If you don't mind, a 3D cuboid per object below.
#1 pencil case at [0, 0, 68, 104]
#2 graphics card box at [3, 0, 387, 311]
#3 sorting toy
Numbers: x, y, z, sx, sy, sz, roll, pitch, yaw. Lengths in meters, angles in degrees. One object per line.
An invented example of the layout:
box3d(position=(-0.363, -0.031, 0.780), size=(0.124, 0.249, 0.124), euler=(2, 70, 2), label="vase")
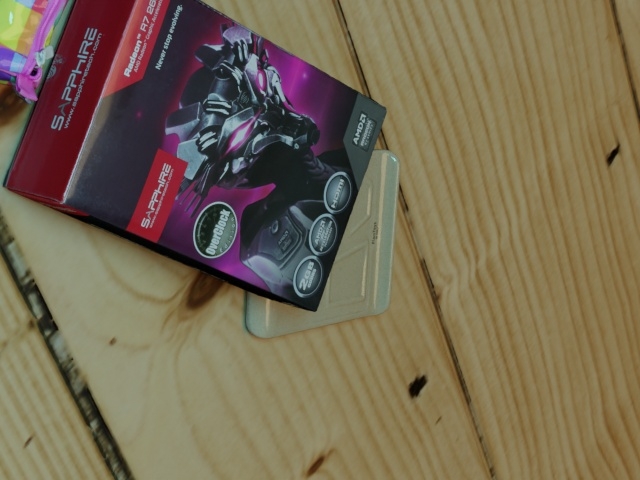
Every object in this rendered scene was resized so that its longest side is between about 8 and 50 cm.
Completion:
box3d(position=(-0.248, -0.240, 1.581), size=(0.104, 0.104, 0.236), euler=(27, 78, -50), label="pencil case")
box3d(position=(-0.109, -0.092, 1.775), size=(0.371, 0.094, 0.233), euler=(27, 80, -47), label="graphics card box")
box3d(position=(0.000, 0.000, 2.003), size=(0.208, 0.038, 0.193), euler=(-8, 106, -44), label="sorting toy")
